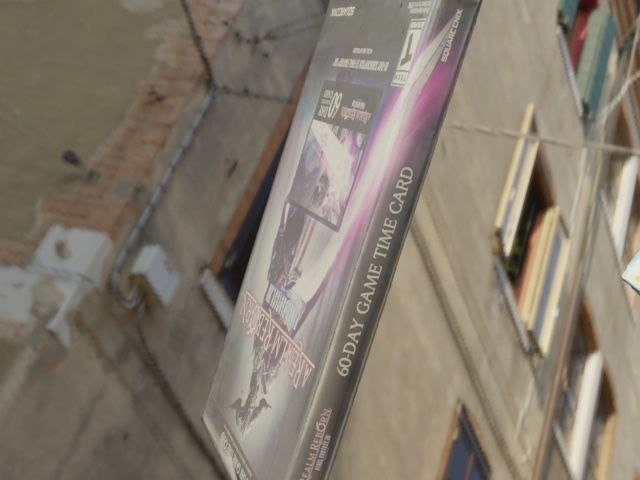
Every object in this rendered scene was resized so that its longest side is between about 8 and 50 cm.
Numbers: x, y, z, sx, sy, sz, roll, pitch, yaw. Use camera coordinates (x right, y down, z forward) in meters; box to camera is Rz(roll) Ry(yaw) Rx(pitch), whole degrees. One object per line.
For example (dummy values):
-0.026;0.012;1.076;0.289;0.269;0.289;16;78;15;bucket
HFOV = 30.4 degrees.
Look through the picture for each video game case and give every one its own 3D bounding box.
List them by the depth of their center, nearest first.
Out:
0.000;0.000;0.624;0.026;0.274;0.196;17;5;-17;video game case

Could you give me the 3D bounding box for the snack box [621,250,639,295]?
0.301;0.048;0.456;0.322;0.060;0.187;44;-75;24;snack box
